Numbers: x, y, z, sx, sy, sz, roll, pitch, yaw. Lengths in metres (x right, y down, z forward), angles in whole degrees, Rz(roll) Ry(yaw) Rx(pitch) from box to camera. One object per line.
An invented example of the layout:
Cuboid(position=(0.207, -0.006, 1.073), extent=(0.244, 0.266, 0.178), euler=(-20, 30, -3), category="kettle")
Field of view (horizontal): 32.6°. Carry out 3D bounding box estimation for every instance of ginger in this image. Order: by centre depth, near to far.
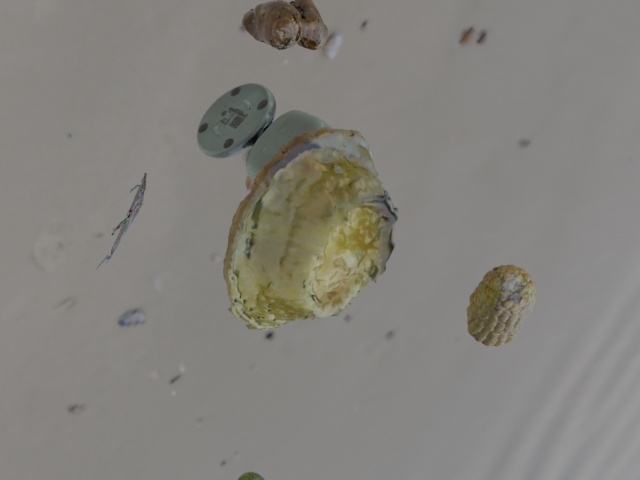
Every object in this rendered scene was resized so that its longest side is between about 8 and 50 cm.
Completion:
Cuboid(position=(-0.046, -0.318, 1.573), extent=(0.103, 0.162, 0.073), euler=(-5, 111, -25), category="ginger")

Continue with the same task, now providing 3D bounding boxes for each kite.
Cuboid(position=(-0.320, -0.038, 1.836), extent=(0.183, 0.010, 0.160), euler=(-63, 180, 21), category="kite")

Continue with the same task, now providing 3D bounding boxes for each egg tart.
Cuboid(position=(0.000, 0.000, 1.600), extent=(0.345, 0.132, 0.345), euler=(-35, 142, -33), category="egg tart")

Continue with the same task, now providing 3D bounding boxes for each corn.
Cuboid(position=(0.275, 0.098, 1.674), extent=(0.101, 0.101, 0.292), euler=(-40, 167, -5), category="corn")

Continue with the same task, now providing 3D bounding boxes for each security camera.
Cuboid(position=(-0.091, -0.168, 1.837), extent=(0.157, 0.301, 0.080), euler=(-51, 135, -8), category="security camera")

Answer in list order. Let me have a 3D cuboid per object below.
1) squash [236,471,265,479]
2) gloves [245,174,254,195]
Cuboid(position=(-0.123, 0.478, 1.878), extent=(0.066, 0.066, 0.252), euler=(-23, 144, -28), category="squash")
Cuboid(position=(-0.080, -0.131, 2.186), extent=(0.145, 0.241, 0.126), euler=(-15, 165, 13), category="gloves")
